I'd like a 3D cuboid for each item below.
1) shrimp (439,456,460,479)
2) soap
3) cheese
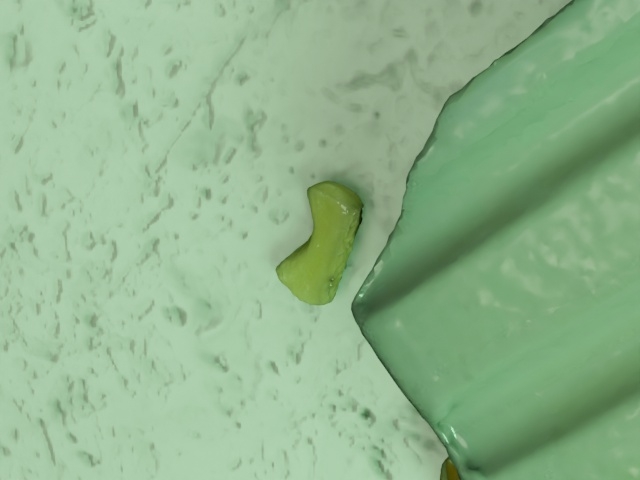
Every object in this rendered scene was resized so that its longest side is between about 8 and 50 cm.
[{"bbox_3d":[0.153,0.227,1.067,0.254,0.059,0.145,49,158,-14],"label":"shrimp"},{"bbox_3d":[0.251,-0.002,0.877,0.435,0.213,0.350,-38,89,31],"label":"soap"},{"bbox_3d":[0.000,0.000,1.118,0.044,0.030,0.083,24,121,13],"label":"cheese"}]
